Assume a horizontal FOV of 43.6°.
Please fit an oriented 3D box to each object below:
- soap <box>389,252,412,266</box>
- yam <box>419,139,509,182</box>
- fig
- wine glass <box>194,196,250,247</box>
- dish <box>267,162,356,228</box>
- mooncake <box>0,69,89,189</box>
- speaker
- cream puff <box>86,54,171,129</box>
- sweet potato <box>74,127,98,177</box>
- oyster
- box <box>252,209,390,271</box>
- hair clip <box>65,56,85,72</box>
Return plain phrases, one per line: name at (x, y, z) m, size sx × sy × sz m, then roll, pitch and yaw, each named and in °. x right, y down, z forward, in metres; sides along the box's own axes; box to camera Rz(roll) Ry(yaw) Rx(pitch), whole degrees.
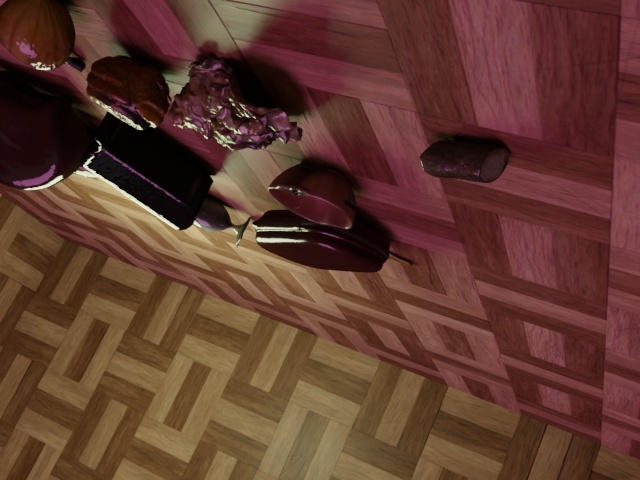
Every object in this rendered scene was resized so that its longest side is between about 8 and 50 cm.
soap at (0.206, 0.050, 2.144) m, size 0.089 × 0.012 × 0.034 m, roll 25°, pitch 164°, yaw 0°
yam at (0.248, -0.138, 1.382) m, size 0.146 × 0.070 × 0.070 m, roll 12°, pitch 160°, yaw 40°
fig at (-0.555, -0.426, 1.538) m, size 0.160 × 0.143 × 0.231 m, roll 44°, pitch 166°, yaw 1°
wine glass at (-0.327, -0.070, 2.408) m, size 0.222 × 0.103 × 0.103 m, roll 26°, pitch 164°, yaw -3°
dish at (-0.005, -0.112, 1.811) m, size 0.213 × 0.090 × 0.213 m, roll 23°, pitch 166°, yaw 6°
mooncake at (-0.799, -0.301, 2.135) m, size 0.325 × 0.174 × 0.334 m, roll -8°, pitch 109°, yaw 18°
speaker at (-0.427, -0.195, 2.042) m, size 0.388 × 0.180 × 0.184 m, roll 36°, pitch 156°, yaw -33°
cream puff at (-0.397, -0.317, 1.676) m, size 0.189 × 0.129 × 0.189 m, roll 29°, pitch 176°, yaw 2°
sweet potato at (-0.708, -0.263, 2.304) m, size 0.369 × 0.158 × 0.158 m, roll 11°, pitch 161°, yaw 13°
oyster at (-0.175, -0.252, 1.571) m, size 0.351 × 0.115 × 0.238 m, roll 12°, pitch 159°, yaw 40°
box at (0.000, 0.000, 2.090) m, size 0.263 × 0.108 × 0.404 m, roll 25°, pitch 168°, yaw -32°
hair clip at (-0.623, -0.440, 1.768) m, size 0.146 × 0.056 × 0.187 m, roll 27°, pitch 169°, yaw 20°
